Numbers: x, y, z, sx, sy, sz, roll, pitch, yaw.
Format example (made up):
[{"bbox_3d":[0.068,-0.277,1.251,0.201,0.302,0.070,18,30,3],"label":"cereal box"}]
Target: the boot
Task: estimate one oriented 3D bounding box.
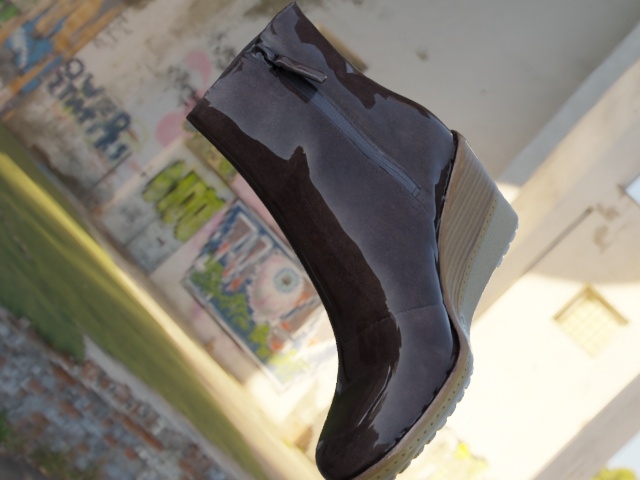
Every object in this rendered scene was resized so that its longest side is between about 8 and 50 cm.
[{"bbox_3d":[0.000,0.000,0.617,0.207,0.248,0.090,40,-39,-13],"label":"boot"}]
